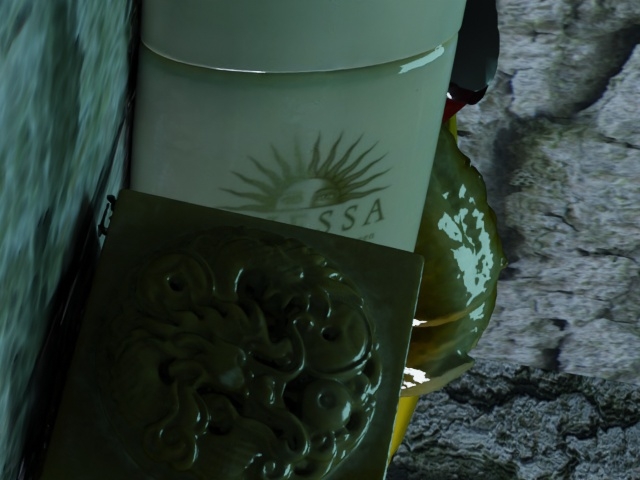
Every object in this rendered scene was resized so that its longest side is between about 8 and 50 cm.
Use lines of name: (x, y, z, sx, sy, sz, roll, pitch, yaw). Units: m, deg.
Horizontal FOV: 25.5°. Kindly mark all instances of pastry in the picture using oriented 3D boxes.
pastry: (0.005, 0.002, 0.959, 0.121, 0.257, 0.236, -43, 168, -41)

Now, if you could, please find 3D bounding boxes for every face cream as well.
face cream: (-0.017, -0.044, 0.764, 0.081, 0.173, 0.349, -116, -154, -43)

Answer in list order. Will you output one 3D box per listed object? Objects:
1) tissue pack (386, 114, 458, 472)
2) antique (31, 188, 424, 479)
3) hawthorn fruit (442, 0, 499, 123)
tissue pack: (-0.001, 0.040, 1.357, 0.382, 0.228, 0.293, 97, -1, -62)
antique: (-0.043, 0.070, 0.640, 0.148, 0.152, 0.147, 109, -7, -70)
hawthorn fruit: (0.018, -0.165, 1.080, 0.249, 0.215, 0.215, 146, -46, -75)
